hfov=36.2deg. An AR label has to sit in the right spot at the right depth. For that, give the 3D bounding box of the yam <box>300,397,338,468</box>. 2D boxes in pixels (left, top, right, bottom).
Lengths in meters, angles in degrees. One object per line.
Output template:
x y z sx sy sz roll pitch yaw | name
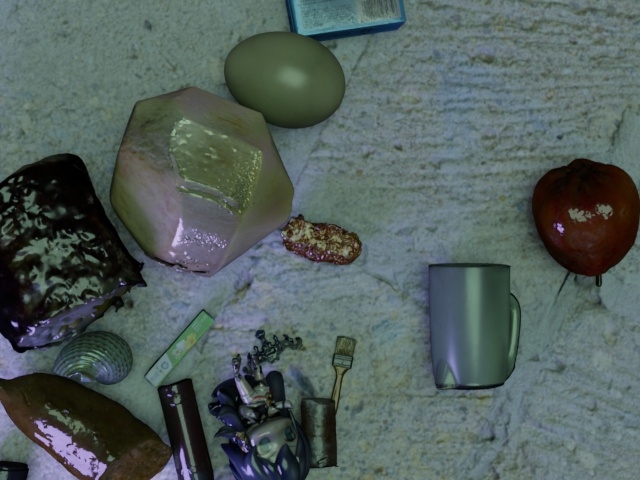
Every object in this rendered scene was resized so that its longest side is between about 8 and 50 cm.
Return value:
-0.003 0.389 1.969 0.079 0.079 0.141 0 86 -9 | yam

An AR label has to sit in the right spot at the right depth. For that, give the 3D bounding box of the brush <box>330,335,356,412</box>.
0.039 0.281 2.011 0.043 0.014 0.169 12 88 -7 | brush

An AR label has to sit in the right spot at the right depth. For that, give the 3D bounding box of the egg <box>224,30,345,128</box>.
-0.070 -0.316 1.920 0.242 0.186 0.186 11 87 -4 | egg

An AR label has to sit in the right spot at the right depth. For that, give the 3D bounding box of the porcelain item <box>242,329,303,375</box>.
-0.109 0.214 1.986 0.136 0.021 0.075 -30 89 -9 | porcelain item

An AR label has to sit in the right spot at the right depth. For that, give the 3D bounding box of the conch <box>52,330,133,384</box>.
-0.436 0.223 1.881 0.135 0.153 0.102 1 79 24 | conch

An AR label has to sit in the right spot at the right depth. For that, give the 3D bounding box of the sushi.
-0.502 0.031 1.794 0.299 0.281 0.294 -33 88 2 | sushi

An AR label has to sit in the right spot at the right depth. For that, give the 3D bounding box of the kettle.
0.325 0.172 1.994 0.240 0.165 0.255 -2 89 -37 | kettle

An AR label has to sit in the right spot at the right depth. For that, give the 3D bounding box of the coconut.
-0.218 -0.107 1.832 0.353 0.352 0.352 0 89 -9 | coconut

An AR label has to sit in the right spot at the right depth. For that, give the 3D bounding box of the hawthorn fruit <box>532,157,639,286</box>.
0.547 -0.031 2.007 0.224 0.224 0.260 -19 112 -9 | hawthorn fruit

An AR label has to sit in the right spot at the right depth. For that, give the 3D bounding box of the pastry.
-0.001 0.003 1.989 0.169 0.063 0.087 18 92 -5 | pastry

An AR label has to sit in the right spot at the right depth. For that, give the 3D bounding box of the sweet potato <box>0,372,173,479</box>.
-0.466 0.351 1.871 0.370 0.158 0.158 36 84 1 | sweet potato

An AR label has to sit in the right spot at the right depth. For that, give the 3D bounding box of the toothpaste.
-0.280 0.214 1.948 0.037 0.043 0.178 42 83 -9 | toothpaste

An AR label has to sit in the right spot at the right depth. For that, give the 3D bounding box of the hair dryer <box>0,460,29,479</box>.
-0.540 0.534 1.892 0.251 0.089 0.197 9 85 -18 | hair dryer

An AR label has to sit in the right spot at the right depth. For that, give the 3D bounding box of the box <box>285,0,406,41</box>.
0.047 -0.491 1.995 0.232 0.083 0.142 -10 91 -7 | box

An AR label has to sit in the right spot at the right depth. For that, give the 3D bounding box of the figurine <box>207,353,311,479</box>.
-0.119 0.363 1.897 0.175 0.197 0.265 -14 71 -8 | figurine

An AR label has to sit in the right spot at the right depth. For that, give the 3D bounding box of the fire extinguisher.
-0.267 0.412 1.936 0.089 0.072 0.267 -12 91 26 | fire extinguisher
